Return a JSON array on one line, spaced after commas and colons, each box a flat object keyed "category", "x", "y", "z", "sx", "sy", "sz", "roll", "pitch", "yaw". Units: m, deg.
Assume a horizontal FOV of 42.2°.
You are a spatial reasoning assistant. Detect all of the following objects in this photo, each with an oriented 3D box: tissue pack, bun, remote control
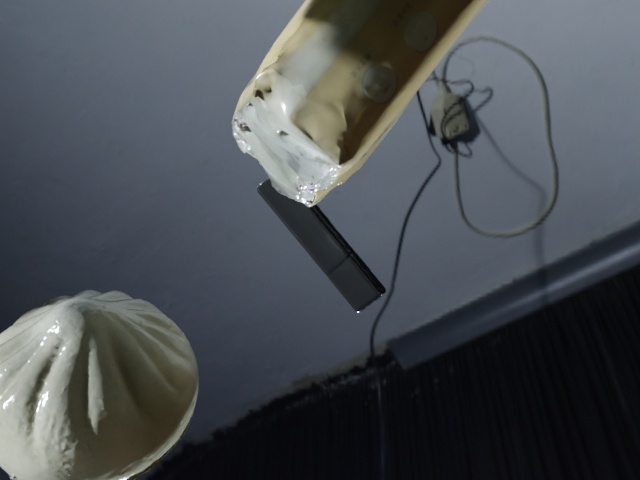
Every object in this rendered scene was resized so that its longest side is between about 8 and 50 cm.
[{"category": "tissue pack", "x": 0.037, "y": -0.132, "z": 0.536, "sx": 0.090, "sy": 0.186, "sz": 0.222, "roll": 37, "pitch": 80, "yaw": -3}, {"category": "bun", "x": -0.145, "y": 0.075, "z": 0.507, "sx": 0.138, "sy": 0.138, "sz": 0.094, "roll": 0, "pitch": 127, "yaw": 1}, {"category": "remote control", "x": 0.000, "y": 0.000, "z": 1.235, "sx": 0.063, "sy": 0.025, "sz": 0.245, "roll": -41, "pitch": 88, "yaw": 16}]
